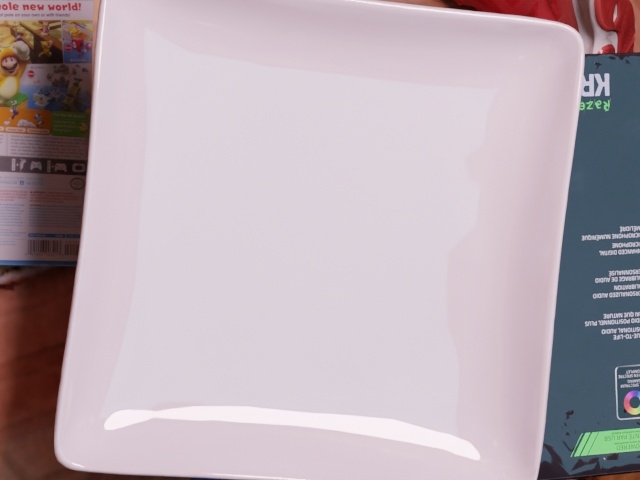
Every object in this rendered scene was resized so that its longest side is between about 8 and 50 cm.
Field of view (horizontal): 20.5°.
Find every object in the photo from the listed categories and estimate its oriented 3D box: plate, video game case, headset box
[{"bbox_3d":[0.000,0.000,1.000,0.277,0.045,0.278,6,92,-11],"label":"plate"},{"bbox_3d":[-0.188,-0.069,1.025,0.119,0.015,0.166,2,90,-37],"label":"video game case"},{"bbox_3d":[0.079,0.027,1.117,0.246,0.131,0.283,-2,93,-17],"label":"headset box"}]

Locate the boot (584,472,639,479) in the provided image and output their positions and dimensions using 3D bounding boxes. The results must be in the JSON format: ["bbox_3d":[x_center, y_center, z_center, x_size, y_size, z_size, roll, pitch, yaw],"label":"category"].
[{"bbox_3d":[0.288,0.066,1.344,0.264,0.096,0.280,-24,106,-35],"label":"boot"}]

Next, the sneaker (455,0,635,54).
[{"bbox_3d":[0.149,-0.156,1.249,0.087,0.128,0.221,-56,154,-37],"label":"sneaker"}]

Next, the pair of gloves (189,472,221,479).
[{"bbox_3d":[-0.054,0.232,0.985,0.159,0.023,0.198,-23,97,-38],"label":"pair of gloves"}]
